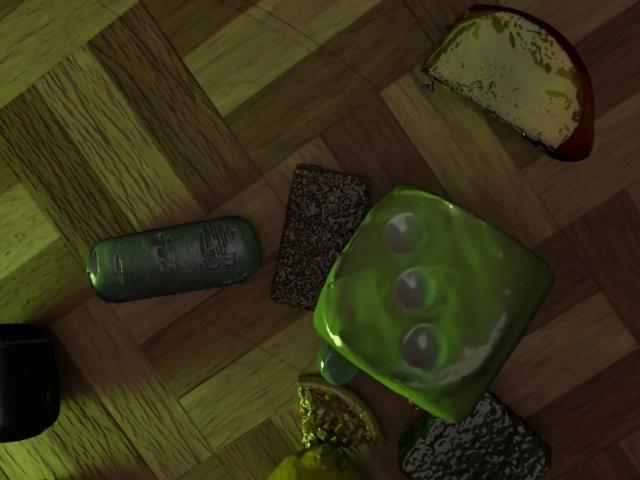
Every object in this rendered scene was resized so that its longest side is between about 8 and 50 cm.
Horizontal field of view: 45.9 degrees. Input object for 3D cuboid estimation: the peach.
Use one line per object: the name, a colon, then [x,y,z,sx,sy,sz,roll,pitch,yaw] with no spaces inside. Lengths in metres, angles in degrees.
peach: [0.288,-0.230,1.066,0.267,0.159,0.154,31,109,3]

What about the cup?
cup: [-0.524,0.221,1.212,0.223,0.169,0.176,1,94,36]

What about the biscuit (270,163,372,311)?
biscuit: [0.000,0.000,1.191,0.131,0.025,0.230,11,98,4]

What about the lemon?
lemon: [-0.006,0.427,1.160,0.188,0.188,0.256,4,102,5]

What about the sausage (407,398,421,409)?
sausage: [0.150,0.207,1.197,0.034,0.034,0.129,-6,97,6]

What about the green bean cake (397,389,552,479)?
green bean cake: [0.237,0.329,1.172,0.183,0.094,0.185,43,98,0]

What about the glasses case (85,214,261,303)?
glasses case: [-0.233,0.031,1.196,0.282,0.067,0.109,-10,94,5]

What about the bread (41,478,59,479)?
bread: [-0.465,0.442,1.272,0.113,0.060,0.082,-19,95,6]

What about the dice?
dice: [0.157,0.085,1.045,0.250,0.254,0.252,32,89,17]

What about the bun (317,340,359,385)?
bun: [0.029,0.186,1.196,0.083,0.045,0.083,-4,99,-24]

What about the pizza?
pizza: [0.014,0.291,1.216,0.131,0.041,0.178,-40,92,10]
